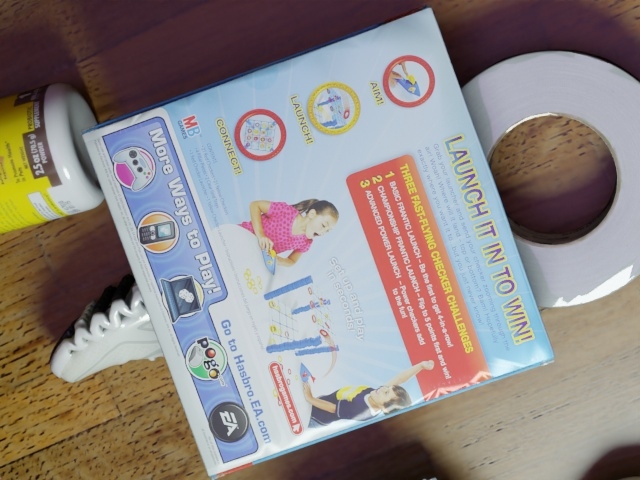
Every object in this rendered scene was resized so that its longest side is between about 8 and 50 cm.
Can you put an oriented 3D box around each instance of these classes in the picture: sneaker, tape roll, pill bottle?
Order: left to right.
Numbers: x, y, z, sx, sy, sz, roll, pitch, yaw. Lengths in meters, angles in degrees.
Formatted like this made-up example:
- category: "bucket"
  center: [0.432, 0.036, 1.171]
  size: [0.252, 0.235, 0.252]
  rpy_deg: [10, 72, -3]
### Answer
- category: "pill bottle"
  center: [-0.307, -0.060, 1.537]
  size: [0.215, 0.117, 0.117]
  rpy_deg: [-15, 96, 11]
- category: "sneaker"
  center: [-0.109, 0.063, 1.537]
  size: [0.292, 0.110, 0.118]
  rpy_deg: [-28, 102, 12]
- category: "tape roll"
  center: [0.200, -0.055, 1.482]
  size: [0.219, 0.072, 0.219]
  rpy_deg: [1, 98, 8]

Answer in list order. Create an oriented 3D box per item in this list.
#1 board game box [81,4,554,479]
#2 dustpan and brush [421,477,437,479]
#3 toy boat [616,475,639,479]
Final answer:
- category: "board game box"
  center: [0.000, 0.000, 1.424]
  size: [0.302, 0.086, 0.308]
  rpy_deg: [-19, 95, 4]
- category: "dustpan and brush"
  center: [0.069, 0.329, 1.524]
  size: [0.211, 0.060, 0.147]
  rpy_deg: [-42, 76, 3]
- category: "toy boat"
  center: [0.340, 0.364, 1.481]
  size: [0.318, 0.148, 0.267]
  rpy_deg: [22, 72, 3]
